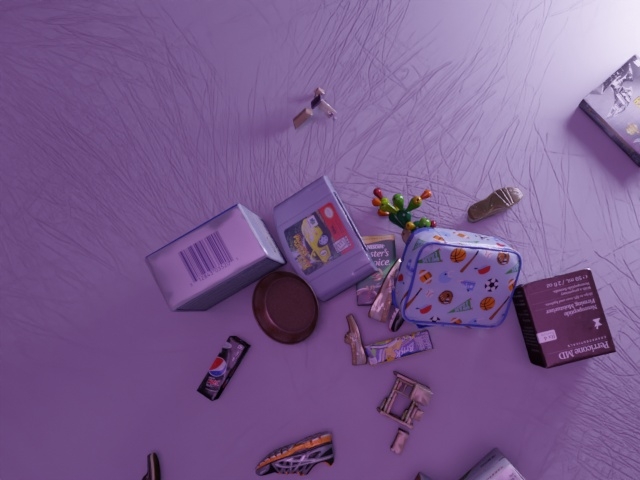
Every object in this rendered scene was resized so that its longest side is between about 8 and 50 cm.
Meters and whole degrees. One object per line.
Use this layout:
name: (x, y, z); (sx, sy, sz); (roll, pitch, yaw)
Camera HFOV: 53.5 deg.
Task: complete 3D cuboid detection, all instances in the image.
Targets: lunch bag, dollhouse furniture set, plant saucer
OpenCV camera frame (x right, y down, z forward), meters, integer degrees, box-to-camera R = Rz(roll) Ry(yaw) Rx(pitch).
lunch bag: (0.322, 0.101, 1.543); (0.303, 0.115, 0.243); (7, 110, -15)
dollhouse furniture set: (0.188, 0.427, 1.557); (0.101, 0.161, 0.182); (25, 85, 9)
dollhouse furniture set: (-0.015, -0.347, 1.762); (0.114, 0.091, 0.081); (-38, 122, 23)
plant saucer: (-0.086, 0.172, 1.660); (0.198, 0.036, 0.199); (5, 101, 24)

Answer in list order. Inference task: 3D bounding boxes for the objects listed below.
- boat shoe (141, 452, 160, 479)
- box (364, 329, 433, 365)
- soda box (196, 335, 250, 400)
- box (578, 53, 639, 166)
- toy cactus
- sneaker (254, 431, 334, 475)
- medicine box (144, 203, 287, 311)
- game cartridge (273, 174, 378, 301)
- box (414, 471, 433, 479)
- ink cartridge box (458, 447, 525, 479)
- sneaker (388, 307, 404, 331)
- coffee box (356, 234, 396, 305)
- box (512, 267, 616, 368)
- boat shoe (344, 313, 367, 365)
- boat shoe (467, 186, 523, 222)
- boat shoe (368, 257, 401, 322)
boat shoe: (-0.446, 0.635, 1.660); (0.049, 0.056, 0.152); (-6, 82, 1)
box: (0.201, 0.275, 1.627); (0.168, 0.059, 0.054); (-15, 80, 5)
soda box: (-0.255, 0.335, 1.674); (0.053, 0.060, 0.169); (30, 87, 11)
box: (0.817, -0.334, 1.635); (0.183, 0.056, 0.231); (-40, 80, 0)
toy cactus: (0.225, -0.052, 1.632); (0.112, 0.219, 0.180); (-39, 123, -23)
sneaker: (-0.064, 0.560, 1.612); (0.214, 0.084, 0.083); (-21, 85, 3)
medicine box: (-0.250, 0.053, 1.594); (0.263, 0.289, 0.149); (-30, 82, 2)
game cartridge: (0.000, 0.000, 1.670); (0.196, 0.060, 0.294); (-33, 75, 18)
box: (0.246, 0.651, 1.516); (0.091, 0.170, 0.130); (30, 87, 8)
ink cartridge box: (0.397, 0.586, 1.481); (0.160, 0.219, 0.092); (-42, 80, 0)
sneaker: (0.243, 0.174, 1.633); (0.075, 0.063, 0.170); (37, 83, 16)
coffee box: (0.146, 0.078, 1.669); (0.113, 0.040, 0.184); (-2, 82, 7)
box: (0.579, 0.187, 1.538); (0.168, 0.167, 0.203); (-15, 81, 4)
boat shoe: (0.084, 0.259, 1.648); (0.045, 0.050, 0.135); (-15, 81, -1)
boat shoe: (0.454, -0.091, 1.658); (0.153, 0.048, 0.056); (-28, 68, -4)
boat shoe: (0.180, 0.129, 1.610); (0.059, 0.063, 0.170); (26, 96, 5)
